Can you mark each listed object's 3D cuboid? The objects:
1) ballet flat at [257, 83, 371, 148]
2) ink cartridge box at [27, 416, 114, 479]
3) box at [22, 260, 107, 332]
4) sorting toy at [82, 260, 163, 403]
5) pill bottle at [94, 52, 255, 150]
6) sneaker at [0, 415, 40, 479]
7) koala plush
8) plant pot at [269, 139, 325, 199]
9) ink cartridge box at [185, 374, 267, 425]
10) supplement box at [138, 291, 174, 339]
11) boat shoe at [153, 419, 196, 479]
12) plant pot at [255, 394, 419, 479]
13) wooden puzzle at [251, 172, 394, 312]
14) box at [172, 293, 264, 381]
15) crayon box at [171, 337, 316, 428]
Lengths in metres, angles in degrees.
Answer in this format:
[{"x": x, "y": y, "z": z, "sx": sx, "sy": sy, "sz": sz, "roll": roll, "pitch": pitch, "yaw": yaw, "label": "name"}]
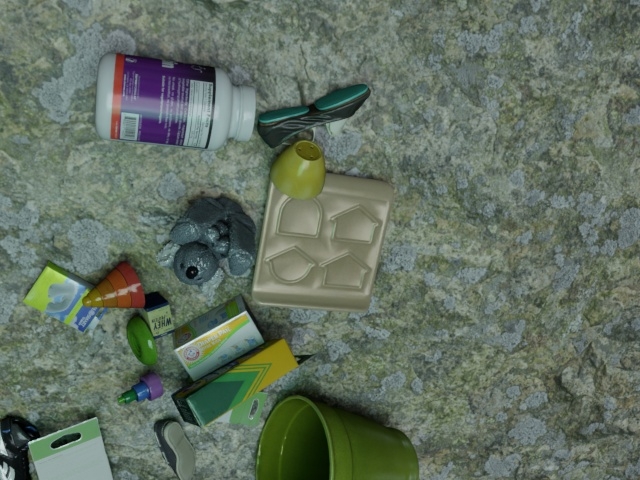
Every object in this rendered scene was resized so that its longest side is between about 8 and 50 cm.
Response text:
[{"x": -0.010, "y": -0.287, "z": 1.518, "sx": 0.280, "sy": 0.095, "sz": 0.096, "roll": -16, "pitch": 123, "yaw": 1, "label": "ballet flat"}, {"x": -0.631, "y": 0.565, "z": 1.630, "sx": 0.171, "sy": 0.056, "sz": 0.235, "roll": -17, "pitch": 112, "yaw": -27, "label": "ink cartridge box"}, {"x": -0.592, "y": 0.140, "z": 1.520, "sx": 0.178, "sy": 0.042, "sz": 0.109, "roll": 33, "pitch": 98, "yaw": -23, "label": "box"}, {"x": -0.473, "y": 0.237, "z": 1.522, "sx": 0.126, "sy": 0.127, "sz": 0.366, "roll": -21, "pitch": 115, "yaw": -34, "label": "sorting toy"}, {"x": -0.309, "y": -0.290, "z": 1.374, "sx": 0.322, "sy": 0.181, "sz": 0.182, "roll": 3, "pitch": 108, "yaw": -18, "label": "pill bottle"}, {"x": -0.741, "y": 0.536, "z": 1.596, "sx": 0.121, "sy": 0.079, "sz": 0.217, "roll": -25, "pitch": 113, "yaw": -6, "label": "sneaker"}, {"x": -0.272, "y": 0.024, "z": 1.520, "sx": 0.196, "sy": 0.203, "sz": 0.221, "roll": 30, "pitch": 120, "yaw": -14, "label": "koala plush"}, {"x": -0.042, "y": -0.176, "z": 1.491, "sx": 0.134, "sy": 0.134, "sz": 0.095, "roll": 6, "pitch": 142, "yaw": -18, "label": "plant pot"}, {"x": -0.257, "y": 0.421, "z": 1.704, "sx": 0.209, "sy": 0.062, "sz": 0.109, "roll": 13, "pitch": 104, "yaw": -20, "label": "ink cartridge box"}, {"x": -0.402, "y": 0.182, "z": 1.560, "sx": 0.056, "sy": 0.083, "sz": 0.083, "roll": -19, "pitch": 115, "yaw": -29, "label": "supplement box"}, {"x": -0.394, "y": 0.565, "z": 1.730, "sx": 0.064, "sy": 0.075, "sz": 0.206, "roll": 4, "pitch": 121, "yaw": 28, "label": "boat shoe"}, {"x": 0.066, "y": 0.621, "z": 1.738, "sx": 0.352, "sy": 0.366, "sz": 0.367, "roll": 14, "pitch": 105, "yaw": -32, "label": "plant pot"}, {"x": 0.000, "y": 0.000, "z": 1.627, "sx": 0.322, "sy": 0.080, "sz": 0.348, "roll": 6, "pitch": 102, "yaw": -18, "label": "wooden puzzle"}, {"x": -0.259, "y": 0.243, "z": 1.613, "sx": 0.203, "sy": 0.114, "sz": 0.103, "roll": -28, "pitch": 112, "yaw": -4, "label": "box"}, {"x": -0.193, "y": 0.331, "z": 1.579, "sx": 0.322, "sy": 0.203, "sz": 0.083, "roll": -28, "pitch": 91, "yaw": -25, "label": "crayon box"}]
